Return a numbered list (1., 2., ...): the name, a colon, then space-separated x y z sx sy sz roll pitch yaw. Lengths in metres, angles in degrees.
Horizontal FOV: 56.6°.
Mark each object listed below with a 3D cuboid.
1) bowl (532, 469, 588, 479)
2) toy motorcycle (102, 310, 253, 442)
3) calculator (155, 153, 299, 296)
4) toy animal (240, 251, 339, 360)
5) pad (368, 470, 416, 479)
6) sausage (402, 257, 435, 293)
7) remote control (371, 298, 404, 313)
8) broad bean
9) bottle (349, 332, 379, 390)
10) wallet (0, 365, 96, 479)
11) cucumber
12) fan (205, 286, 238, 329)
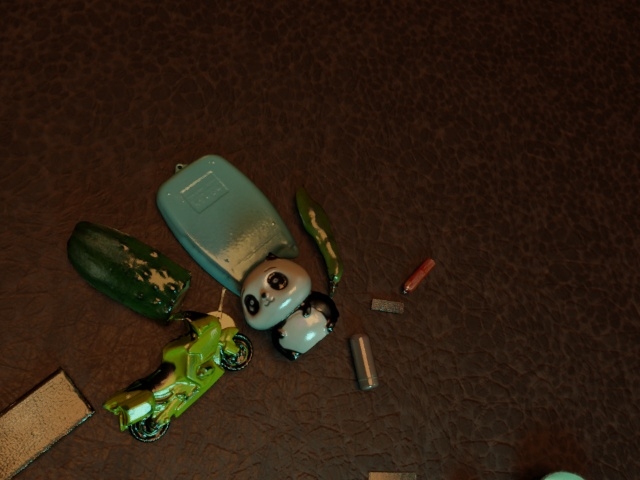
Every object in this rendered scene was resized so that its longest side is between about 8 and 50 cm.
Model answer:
1. bowl: 0.585 0.682 1.485 0.211 0.112 0.212 5 72 -15
2. toy motorcycle: -0.323 0.289 1.343 0.342 0.142 0.206 -39 95 -21
3. calculator: -0.245 -0.055 1.534 0.256 0.054 0.386 -41 85 -23
4. toy animal: -0.085 0.154 1.432 0.187 0.165 0.235 -40 101 8
5. pad: 0.176 0.661 1.437 0.127 0.004 0.190 6 70 -13
6. sausage: 0.266 0.102 1.633 0.034 0.034 0.129 45 68 2
7. remote control: 0.179 0.176 1.593 0.091 0.016 0.034 10 86 -12
8. broad bean: 0.005 -0.003 1.576 0.075 0.067 0.325 -18 76 -11
9. bottle: 0.111 0.307 1.510 0.053 0.053 0.140 -7 73 -17
10. wallet: -0.627 0.402 1.283 0.243 0.039 0.133 -40 92 -24
11. cucumber: -0.463 0.067 1.388 0.325 0.145 0.105 32 40 1
12. fan: -0.254 0.200 1.470 0.113 0.005 0.175 12 69 -11
